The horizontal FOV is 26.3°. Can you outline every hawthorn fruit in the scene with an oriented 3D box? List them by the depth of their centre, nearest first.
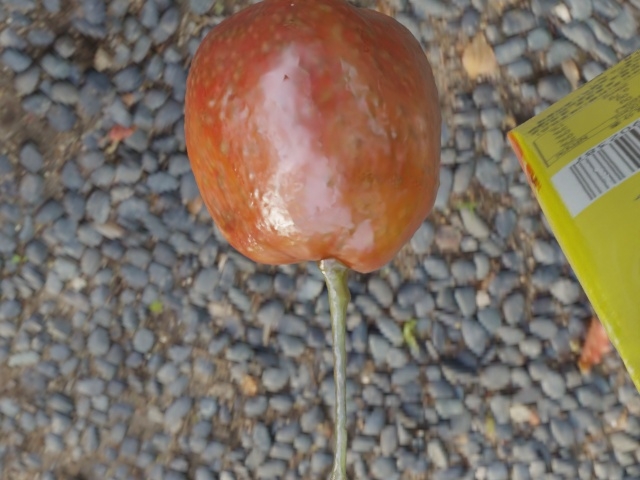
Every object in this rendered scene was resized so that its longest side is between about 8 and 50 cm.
[{"bbox_3d":[0.000,0.000,0.786,0.165,0.165,0.286,-5,78,6],"label":"hawthorn fruit"}]

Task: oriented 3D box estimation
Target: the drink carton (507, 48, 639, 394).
[{"bbox_3d":[0.167,0.024,0.502,0.111,0.351,0.155,-33,101,9],"label":"drink carton"}]
